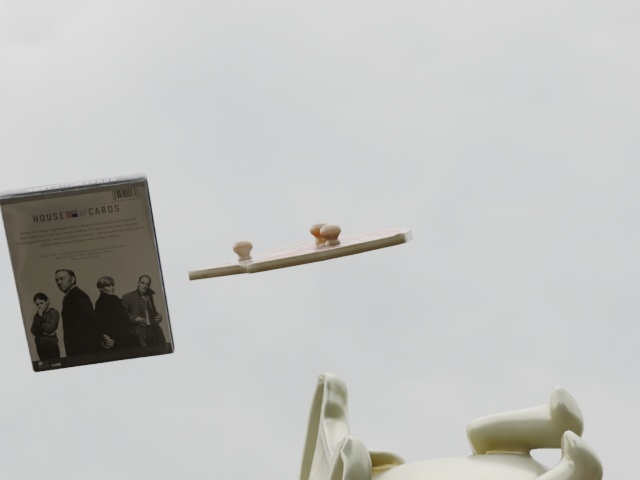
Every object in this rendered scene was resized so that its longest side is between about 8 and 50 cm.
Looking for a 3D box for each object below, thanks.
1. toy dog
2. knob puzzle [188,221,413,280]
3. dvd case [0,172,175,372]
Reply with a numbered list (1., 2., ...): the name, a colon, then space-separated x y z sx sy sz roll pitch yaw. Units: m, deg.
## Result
1. toy dog: 0.181 0.338 1.696 0.407 0.395 0.284 9 3 -6
2. knob puzzle: 0.000 0.000 1.610 0.213 0.030 0.213 -10 3 0
3. dvd case: -0.282 0.041 2.119 0.179 0.029 0.239 -7 -66 -1
